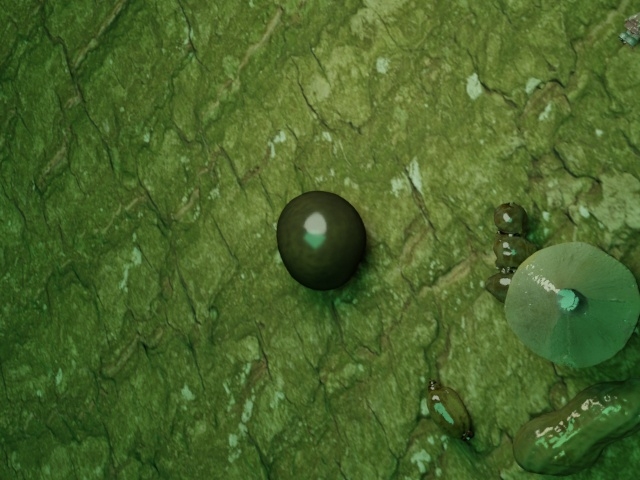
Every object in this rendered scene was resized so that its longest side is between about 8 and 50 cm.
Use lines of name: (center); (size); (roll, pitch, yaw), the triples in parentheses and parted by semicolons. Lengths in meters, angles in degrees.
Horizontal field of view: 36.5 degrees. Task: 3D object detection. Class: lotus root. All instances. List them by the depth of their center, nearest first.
lotus root: (0.255, 0.343, 1.960); (0.072, 0.063, 0.152); (-22, 66, -17)

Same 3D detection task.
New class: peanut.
peanut: (0.494, 0.349, 1.810); (0.290, 0.130, 0.130); (-37, 70, 18)

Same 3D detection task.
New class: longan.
longan: (0.000, 0.000, 2.059); (0.198, 0.198, 0.212); (3, 86, 26)

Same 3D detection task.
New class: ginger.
ginger: (0.381, 0.025, 1.926); (0.104, 0.080, 0.204); (2, 88, 19)

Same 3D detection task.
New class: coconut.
coconut: (0.470, 0.116, 1.780); (0.239, 0.244, 0.239); (-2, 86, 25)

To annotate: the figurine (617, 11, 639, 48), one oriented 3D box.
figurine: (0.630, -0.437, 1.881); (0.129, 0.054, 0.072); (-56, 50, 18)
